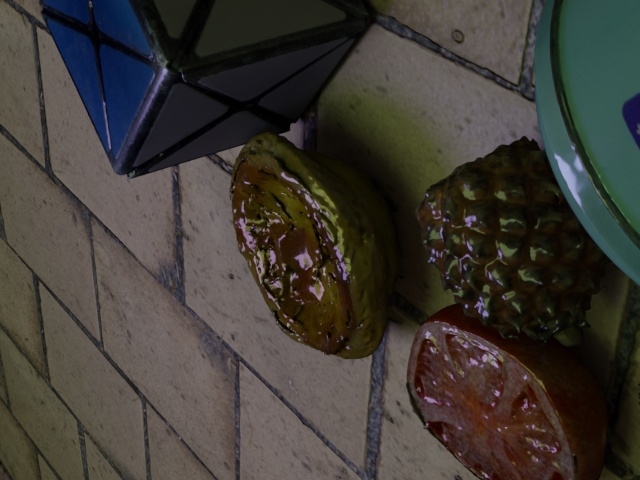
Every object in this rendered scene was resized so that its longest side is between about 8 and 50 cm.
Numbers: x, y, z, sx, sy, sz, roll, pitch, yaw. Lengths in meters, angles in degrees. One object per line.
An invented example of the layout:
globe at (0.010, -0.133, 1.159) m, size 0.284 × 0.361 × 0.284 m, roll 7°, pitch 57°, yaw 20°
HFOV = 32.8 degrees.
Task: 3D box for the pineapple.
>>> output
pineapple at (0.182, 0.011, 0.976) m, size 0.193 × 0.166 × 0.166 m, roll 59°, pitch 149°, yaw -1°

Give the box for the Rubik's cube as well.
Rubik's cube at (-0.137, -0.252, 1.216) m, size 0.260 × 0.254 × 0.259 m, roll 65°, pitch 151°, yaw 10°

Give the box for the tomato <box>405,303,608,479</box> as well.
tomato at (0.194, 0.159, 1.094) m, size 0.236 × 0.095 × 0.237 m, roll 36°, pitch 143°, yaw 34°

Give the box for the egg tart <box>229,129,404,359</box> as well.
egg tart at (0.000, 0.000, 1.279) m, size 0.290 × 0.115 × 0.290 m, roll 40°, pitch 143°, yaw 39°

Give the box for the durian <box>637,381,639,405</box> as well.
durian at (0.312, 0.120, 0.933) m, size 0.066 × 0.052 × 0.130 m, roll 55°, pitch 140°, yaw 25°

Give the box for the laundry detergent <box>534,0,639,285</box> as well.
laundry detergent at (0.292, -0.106, 0.602) m, size 0.287 × 0.287 × 0.305 m, roll 63°, pitch 148°, yaw 9°
